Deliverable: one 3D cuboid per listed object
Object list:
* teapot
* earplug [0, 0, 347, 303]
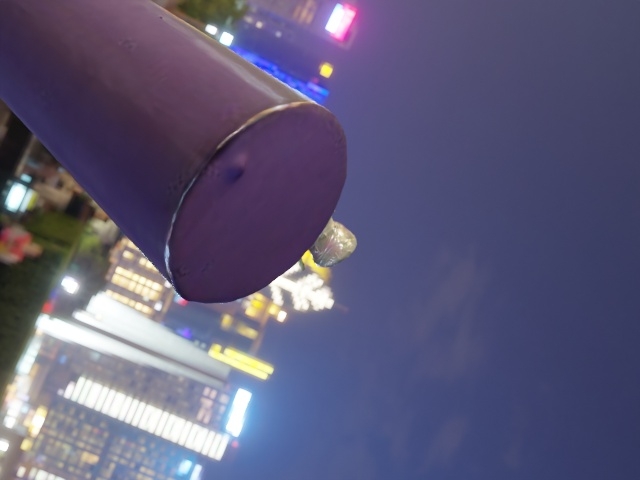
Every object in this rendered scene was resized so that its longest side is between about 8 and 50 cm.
[{"bbox_3d":[0.000,0.000,1.501,0.083,0.064,0.064,-33,-160,-2],"label":"teapot"},{"bbox_3d":[-0.196,-0.144,1.149,0.215,0.456,0.215,-32,143,-28],"label":"earplug"}]
